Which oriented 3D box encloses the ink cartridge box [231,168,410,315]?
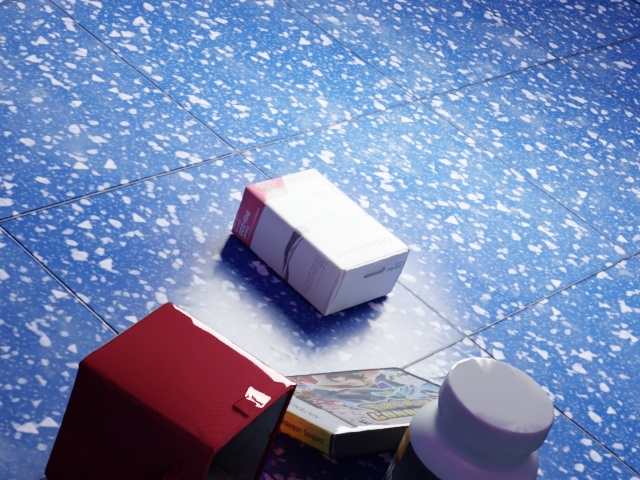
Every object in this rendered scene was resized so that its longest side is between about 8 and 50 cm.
[{"bbox_3d":[0.000,0.000,2.370,0.218,0.092,0.158,40,36,29],"label":"ink cartridge box"}]

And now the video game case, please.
[{"bbox_3d":[0.060,0.214,2.038,0.275,0.035,0.248,-2,12,-34],"label":"video game case"}]

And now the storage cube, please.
[{"bbox_3d":[-0.175,0.219,1.850,0.193,0.184,0.215,32,33,16],"label":"storage cube"}]

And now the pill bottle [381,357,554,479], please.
[{"bbox_3d":[0.159,0.282,1.868,0.162,0.278,0.162,16,31,-10],"label":"pill bottle"}]
